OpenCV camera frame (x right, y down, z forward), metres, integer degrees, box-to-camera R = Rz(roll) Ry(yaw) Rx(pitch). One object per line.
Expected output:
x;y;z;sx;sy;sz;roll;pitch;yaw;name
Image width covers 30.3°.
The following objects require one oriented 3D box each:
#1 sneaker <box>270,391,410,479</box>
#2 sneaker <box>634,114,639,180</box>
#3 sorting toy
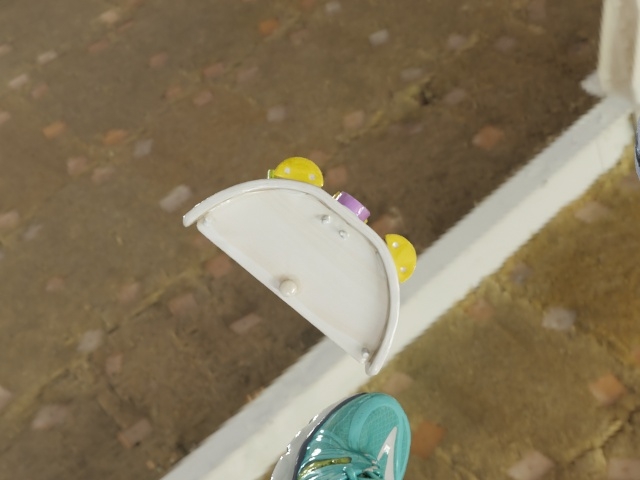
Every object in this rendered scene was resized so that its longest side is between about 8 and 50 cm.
0.018;0.208;0.905;0.110;0.107;0.275;-36;-171;36;sneaker
0.203;-0.046;0.333;0.223;0.083;0.098;9;-107;-5;sneaker
0.000;0.000;0.427;0.045;0.083;0.075;-50;-177;6;sorting toy
